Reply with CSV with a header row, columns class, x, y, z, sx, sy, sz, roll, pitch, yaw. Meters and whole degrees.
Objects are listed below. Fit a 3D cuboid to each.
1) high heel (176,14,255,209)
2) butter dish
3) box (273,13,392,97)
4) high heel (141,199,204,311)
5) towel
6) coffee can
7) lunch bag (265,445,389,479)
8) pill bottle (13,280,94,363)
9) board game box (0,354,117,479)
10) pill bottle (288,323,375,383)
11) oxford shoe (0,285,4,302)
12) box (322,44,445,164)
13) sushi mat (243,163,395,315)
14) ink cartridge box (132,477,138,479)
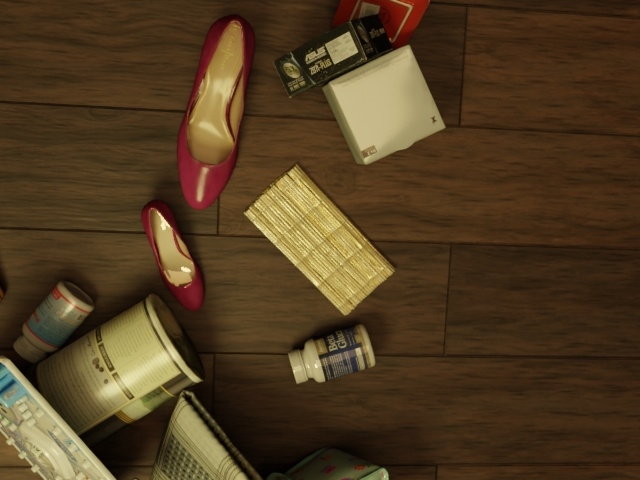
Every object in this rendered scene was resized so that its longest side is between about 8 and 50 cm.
class,x,y,z,sx,sy,sz,roll,pitch,yaw
high heel,-0.208,-0.241,1.440,0.127,0.181,0.377,8,95,-8
butter dish,0.122,-0.481,1.488,0.160,0.160,0.118,16,58,-10
box,0.025,-0.355,1.436,0.180,0.147,0.077,-20,100,31
high heel,-0.291,0.035,1.495,0.082,0.117,0.244,-15,98,-5
towel,-0.211,0.497,1.440,0.324,0.056,0.312,43,129,24
coffee can,-0.395,0.259,1.465,0.275,0.201,0.201,-31,99,-2
lunch bag,-0.010,0.542,1.499,0.262,0.223,0.160,-22,99,-27
pill bottle,-0.533,0.165,1.496,0.087,0.087,0.160,41,90,-9
board game box,-0.520,0.400,1.394,0.390,0.390,0.050,52,53,-10
pill bottle,0.022,0.241,1.568,0.170,0.094,0.094,-17,98,-5
oxford shoe,-0.667,0.027,1.477,0.076,0.076,0.212,-37,115,-41
box,0.124,-0.268,1.509,0.181,0.119,0.181,-26,99,-4
sushi mat,0.000,0.000,1.576,0.151,0.019,0.316,-44,100,1
ink cartridge box,-0.365,0.655,1.594,0.224,0.045,0.223,34,91,-9
